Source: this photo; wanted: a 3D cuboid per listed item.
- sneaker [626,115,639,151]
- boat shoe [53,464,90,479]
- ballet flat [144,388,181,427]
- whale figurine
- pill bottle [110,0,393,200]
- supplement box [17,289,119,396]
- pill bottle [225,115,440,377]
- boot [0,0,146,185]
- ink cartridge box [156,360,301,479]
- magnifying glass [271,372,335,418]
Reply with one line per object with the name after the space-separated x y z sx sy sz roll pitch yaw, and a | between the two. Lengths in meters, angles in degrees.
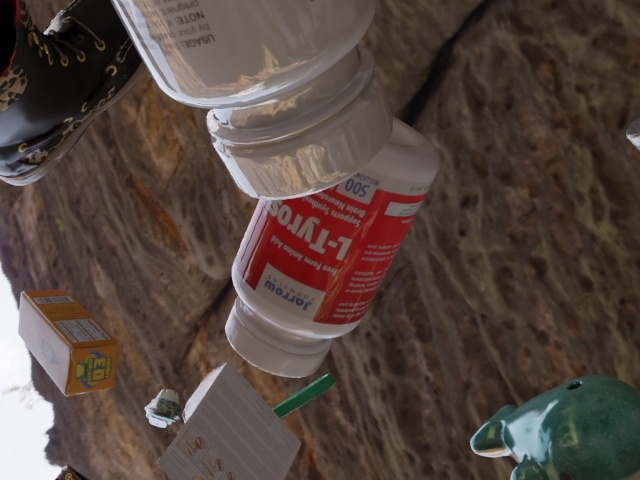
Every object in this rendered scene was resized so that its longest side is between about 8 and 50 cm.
0.654 -0.196 1.333 0.226 0.086 0.163 -43 -77 -5 | sneaker
-0.309 0.481 1.269 0.324 0.117 0.097 23 -106 8 | boat shoe
-0.295 0.311 1.447 0.070 0.188 0.070 6 -108 -18 | ballet flat
0.318 0.249 1.025 0.216 0.272 0.141 -29 -76 -31 | whale figurine
-0.043 -0.140 0.391 0.229 0.131 0.131 65 -145 -35 | pill bottle
-0.389 0.149 1.170 0.080 0.078 0.233 0 -162 -37 | supplement box
0.000 0.000 1.186 0.228 0.408 0.229 20 -157 -9 | pill bottle
-0.368 -0.261 1.035 0.138 0.284 0.377 38 -95 6 | boot
-0.106 0.247 0.876 0.145 0.045 0.179 51 -145 -10 | ink cartridge box
-0.077 0.286 1.264 0.231 0.092 0.026 -32 -96 -10 | magnifying glass
